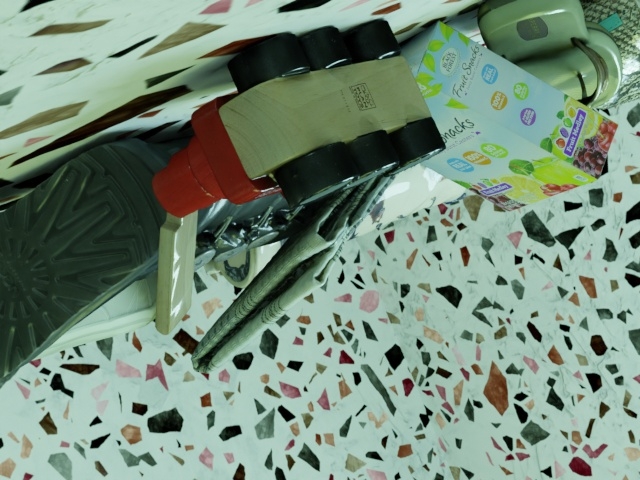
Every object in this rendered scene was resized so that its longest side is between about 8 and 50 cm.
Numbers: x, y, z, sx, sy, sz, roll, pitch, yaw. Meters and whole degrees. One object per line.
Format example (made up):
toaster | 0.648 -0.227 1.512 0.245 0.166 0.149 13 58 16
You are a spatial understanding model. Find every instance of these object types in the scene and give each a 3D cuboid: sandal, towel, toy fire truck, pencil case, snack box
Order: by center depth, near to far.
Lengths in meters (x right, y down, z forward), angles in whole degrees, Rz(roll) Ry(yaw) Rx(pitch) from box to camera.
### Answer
toy fire truck | -0.045 -0.048 1.132 0.246 0.158 0.217 -26 178 34
snack box | 0.151 -0.114 1.363 0.070 0.207 0.174 -67 -165 -18
sandal | 0.224 -0.166 1.370 0.120 0.086 0.303 -22 164 19
towel | 0.000 0.000 1.694 0.324 0.056 0.312 -46 -177 46
pencil case | 0.021 -0.067 2.027 0.410 0.160 0.183 -22 157 -26

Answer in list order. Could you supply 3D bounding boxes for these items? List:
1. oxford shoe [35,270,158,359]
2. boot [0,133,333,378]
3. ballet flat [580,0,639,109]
oxford shoe | -0.283 0.032 1.627 0.169 0.130 0.449 20 -167 15
boot | -0.190 -0.005 1.408 0.367 0.146 0.445 -24 -178 23
ballet flat | 0.436 -0.252 1.651 0.182 0.164 0.483 -34 168 38
